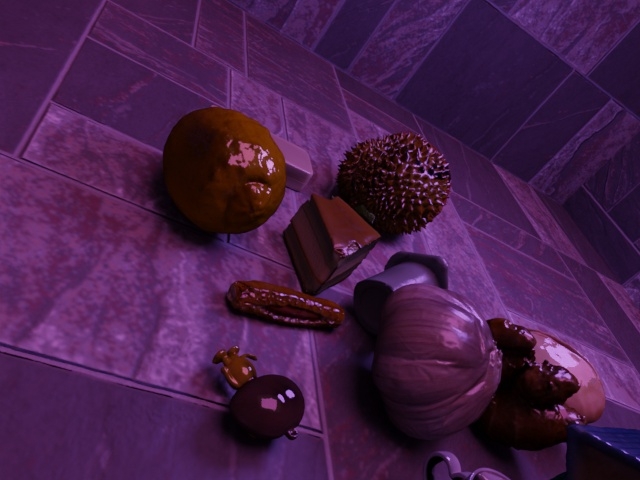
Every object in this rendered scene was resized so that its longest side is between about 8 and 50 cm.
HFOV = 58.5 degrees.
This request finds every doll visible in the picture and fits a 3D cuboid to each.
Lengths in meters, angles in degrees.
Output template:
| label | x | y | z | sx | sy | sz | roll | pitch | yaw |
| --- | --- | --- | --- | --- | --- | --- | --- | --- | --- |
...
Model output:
| label | x | y | z | sx | sy | sz | roll | pitch | yaw |
| --- | --- | --- | --- | --- | --- | --- | --- | --- | --- |
| doll | -0.103 | 0.263 | 0.986 | 0.145 | 0.096 | 0.188 | 19 | 24 | -42 |

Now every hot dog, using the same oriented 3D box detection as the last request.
| label | x | y | z | sx | sy | sz | roll | pitch | yaw |
| --- | --- | --- | --- | --- | --- | --- | --- | --- | --- |
| hot dog | -0.065 | 0.137 | 1.231 | 0.289 | 0.068 | 0.083 | 15 | 29 | -34 |

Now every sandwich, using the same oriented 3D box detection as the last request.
| label | x | y | z | sx | sy | sz | roll | pitch | yaw |
| --- | --- | --- | --- | --- | --- | --- | --- | --- | --- |
| sandwich | 0.000 | 0.000 | 1.413 | 0.198 | 0.155 | 0.227 | 44 | 29 | 13 |

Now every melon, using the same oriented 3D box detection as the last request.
| label | x | y | z | sx | sy | sz | roll | pitch | yaw |
| --- | --- | --- | --- | --- | --- | --- | --- | --- | --- |
| melon | 0.107 | -0.042 | 1.590 | 0.053 | 0.262 | 0.114 | -7 | 86 | -6 |

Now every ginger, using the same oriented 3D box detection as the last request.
| label | x | y | z | sx | sy | sz | roll | pitch | yaw |
| --- | --- | --- | --- | --- | --- | --- | --- | --- | --- |
| ginger | 0.446 | 0.334 | 1.322 | 0.152 | 0.274 | 0.357 | -15 | 59 | -50 |

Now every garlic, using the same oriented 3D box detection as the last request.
| label | x | y | z | sx | sy | sz | roll | pitch | yaw |
| --- | --- | --- | --- | --- | --- | --- | --- | --- | --- |
| garlic | 0.242 | 0.248 | 1.187 | 0.317 | 0.259 | 0.317 | -3 | 94 | -61 |

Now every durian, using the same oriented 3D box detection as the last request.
| label | x | y | z | sx | sy | sz | roll | pitch | yaw |
| --- | --- | --- | --- | --- | --- | --- | --- | --- | --- |
| durian | 0.237 | -0.184 | 1.802 | 0.384 | 0.347 | 0.347 | -32 | 71 | -32 |

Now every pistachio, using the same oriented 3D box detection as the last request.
| label | x | y | z | sx | sy | sz | roll | pitch | yaw |
| --- | --- | --- | --- | --- | --- | --- | --- | --- | --- |
| pistachio | 0.584 | 0.360 | 1.494 | 0.230 | 0.230 | 0.309 | 5 | 34 | -45 |

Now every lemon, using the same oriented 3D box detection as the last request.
| label | x | y | z | sx | sy | sz | roll | pitch | yaw |
| --- | --- | --- | --- | --- | --- | --- | --- | --- | --- |
| lemon | -0.217 | -0.157 | 1.281 | 0.285 | 0.285 | 0.316 | 27 | 4 | -20 |

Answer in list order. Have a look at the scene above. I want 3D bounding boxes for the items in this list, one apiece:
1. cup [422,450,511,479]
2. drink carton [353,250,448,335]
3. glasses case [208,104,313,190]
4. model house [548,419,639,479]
| label | x | y | z | sx | sy | sz | roll | pitch | yaw |
| --- | --- | --- | --- | --- | --- | --- | --- | --- | --- |
| cup | 0.241 | 0.481 | 0.947 | 0.167 | 0.202 | 0.221 | 31 | 29 | -14 |
| drink carton | 0.189 | 0.144 | 1.405 | 0.191 | 0.185 | 0.190 | 10 | 24 | 40 |
| glasses case | -0.183 | -0.264 | 1.655 | 0.336 | 0.076 | 0.144 | 23 | 33 | -26 |
| model house | 0.543 | 0.527 | 1.045 | 0.335 | 0.382 | 0.342 | 16 | 38 | -37 |
